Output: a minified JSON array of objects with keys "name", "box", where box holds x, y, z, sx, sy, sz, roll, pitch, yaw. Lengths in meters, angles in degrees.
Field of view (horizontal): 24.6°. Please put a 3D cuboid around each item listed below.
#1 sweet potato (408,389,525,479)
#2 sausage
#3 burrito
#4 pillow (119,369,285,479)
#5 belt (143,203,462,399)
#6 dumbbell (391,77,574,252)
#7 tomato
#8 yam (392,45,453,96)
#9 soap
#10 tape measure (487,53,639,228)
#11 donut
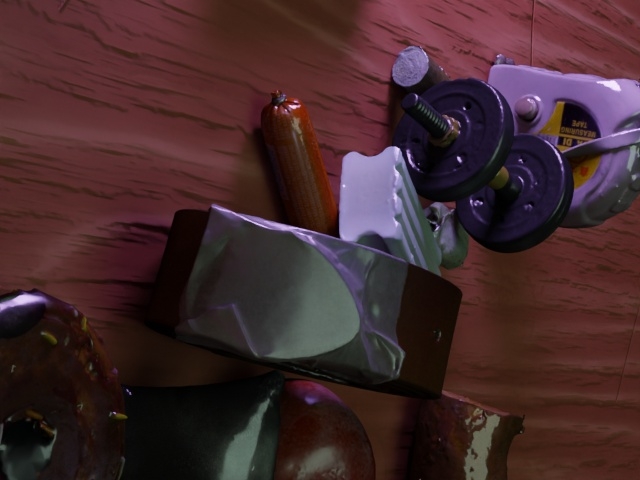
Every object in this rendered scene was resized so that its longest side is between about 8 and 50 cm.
[{"name":"sweet potato","box":[0.147,0.349,1.713,0.131,0.131,0.337,25,74,-54]},{"name":"sausage","box":[0.000,0.000,1.506,0.053,0.053,0.348,-46,130,-42]},{"name":"burrito","box":[0.137,-0.012,1.712,0.118,0.044,0.074,24,67,-56]},{"name":"pillow","box":[-0.119,0.236,1.288,0.186,0.106,0.250,-3,100,-10]},{"name":"belt","box":[-0.012,0.067,1.351,0.338,0.217,0.122,22,77,-45]},{"name":"dumbbell","box":[0.183,-0.082,1.639,0.325,0.143,0.143,34,67,-47]},{"name":"tomato","box":[-0.022,0.212,1.411,0.167,0.167,0.167,-12,104,-54]},{"name":"yam","box":[0.131,-0.168,1.674,0.132,0.054,0.054,40,62,-49]},{"name":"soap","box":[0.077,0.006,1.557,0.198,0.066,0.119,63,26,-52]},{"name":"tape measure","box":[0.306,-0.114,1.791,0.120,0.236,0.197,5,97,-54]},{"name":"donut","box":[-0.255,0.146,1.119,0.230,0.096,0.216,-48,129,-41]}]
